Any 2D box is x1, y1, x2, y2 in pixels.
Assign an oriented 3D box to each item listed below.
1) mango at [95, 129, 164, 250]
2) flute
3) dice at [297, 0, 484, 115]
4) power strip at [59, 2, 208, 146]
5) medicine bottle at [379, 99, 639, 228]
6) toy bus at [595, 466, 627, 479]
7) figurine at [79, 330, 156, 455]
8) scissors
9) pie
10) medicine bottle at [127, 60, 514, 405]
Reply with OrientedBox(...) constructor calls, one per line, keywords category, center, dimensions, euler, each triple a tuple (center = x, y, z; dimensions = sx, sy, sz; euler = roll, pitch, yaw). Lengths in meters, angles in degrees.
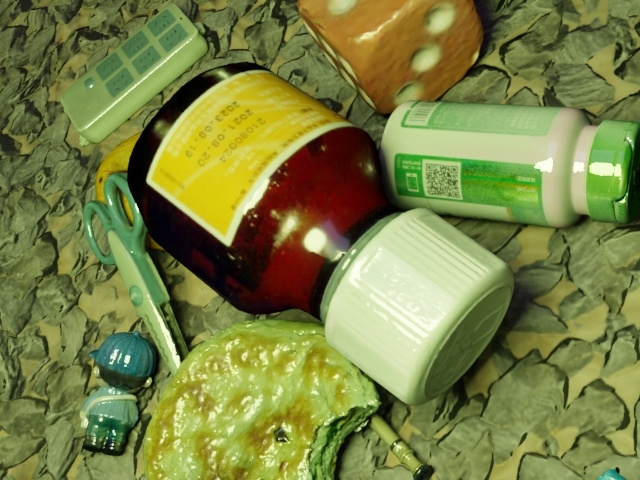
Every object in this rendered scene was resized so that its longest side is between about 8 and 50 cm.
OrientedBox(category="mango", center=(-0.174, -0.072, 1.181), dimensions=(0.295, 0.120, 0.177), euler=(1, 70, 29))
OrientedBox(category="flute", center=(0.041, 0.178, 0.985), dimensions=(0.027, 0.027, 0.233), euler=(-44, 52, -2))
OrientedBox(category="dice", center=(0.086, -0.280, 1.139), dimensions=(0.179, 0.174, 0.175), euler=(-35, 54, 4))
OrientedBox(category="power strip", center=(-0.297, -0.263, 1.407), dimensions=(0.270, 0.046, 0.118), euler=(-40, 52, 2))
OrientedBox(category="medicine bottle", center=(0.212, -0.085, 0.984), dimensions=(0.274, 0.133, 0.133), euler=(8, 66, 32))
OrientedBox(category="toy bus", center=(0.289, 0.279, 0.748), dimensions=(0.090, 0.106, 0.185), euler=(-50, 52, -4))
OrientedBox(category="figurine", center=(-0.256, 0.186, 1.105), dimensions=(0.086, 0.087, 0.149), euler=(14, 65, -8))
OrientedBox(category="scissors", center=(-0.221, 0.056, 1.121), dimensions=(0.138, 0.041, 0.289), euler=(-39, 74, 40))
OrientedBox(category="pie", center=(-0.069, 0.218, 0.978), dimensions=(0.303, 0.067, 0.302), euler=(-13, 62, 26))
OrientedBox(category="medicine bottle", center=(0.000, 0.000, 0.940), dimensions=(0.395, 0.242, 0.242), euler=(40, 84, 22))
